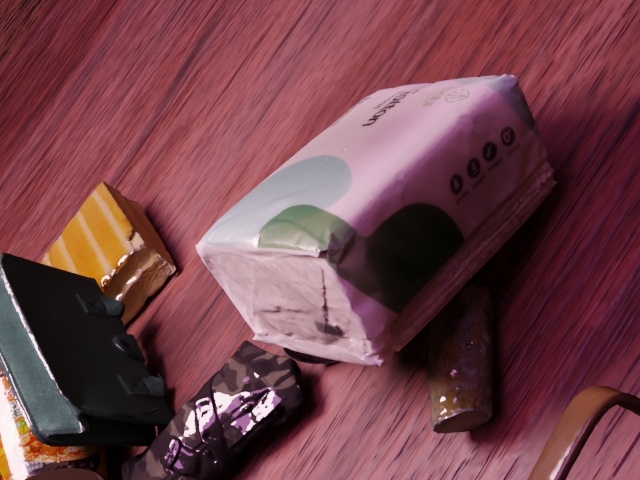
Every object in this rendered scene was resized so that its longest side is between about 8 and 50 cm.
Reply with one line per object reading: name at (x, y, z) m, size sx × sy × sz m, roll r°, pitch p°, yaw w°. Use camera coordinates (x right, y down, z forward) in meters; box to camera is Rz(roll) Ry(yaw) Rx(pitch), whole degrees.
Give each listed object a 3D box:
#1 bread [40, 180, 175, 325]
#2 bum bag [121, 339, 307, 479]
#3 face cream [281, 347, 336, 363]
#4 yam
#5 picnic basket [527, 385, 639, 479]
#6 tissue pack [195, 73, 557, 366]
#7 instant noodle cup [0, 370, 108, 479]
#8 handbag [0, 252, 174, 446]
bread at (-0.393, 0.056, 1.681) m, size 0.239 × 0.111 × 0.246 m, roll -51°, pitch 40°, yaw 7°
bum bag at (-0.160, 0.272, 1.286) m, size 0.340 × 0.095 × 0.144 m, roll -46°, pitch 53°, yaw 11°
face cream at (0.000, 0.000, 1.325) m, size 0.105 × 0.105 × 0.348 m, roll -26°, pitch 45°, yaw 30°
yam at (0.162, 0.134, 1.076) m, size 0.078 × 0.078 × 0.179 m, roll -23°, pitch 46°, yaw 33°
picnic basket at (0.225, 0.298, 0.723) m, size 0.321 × 0.254 × 0.291 m, roll -60°, pitch 22°, yaw -6°
tissue pack at (0.067, -0.033, 1.115) m, size 0.356 × 0.194 × 0.266 m, roll -43°, pitch 26°, yaw -28°
instant noodle cup at (-0.429, 0.328, 1.430) m, size 0.230 × 0.230 × 0.182 m, roll -41°, pitch 49°, yaw 15°
handbag at (-0.368, 0.165, 1.406) m, size 0.089 × 0.238 × 0.326 m, roll -49°, pitch 57°, yaw 16°
